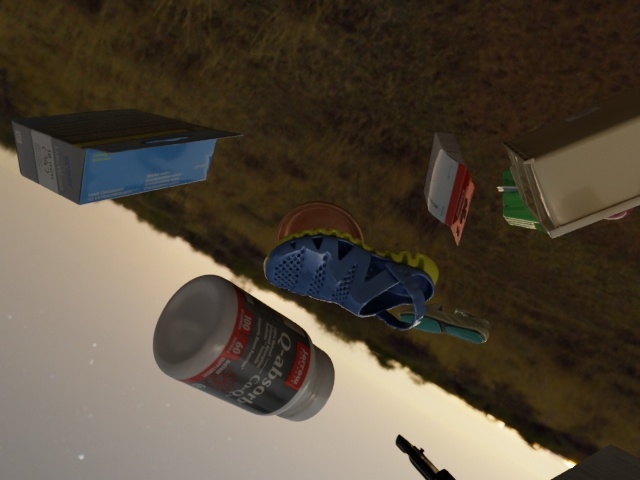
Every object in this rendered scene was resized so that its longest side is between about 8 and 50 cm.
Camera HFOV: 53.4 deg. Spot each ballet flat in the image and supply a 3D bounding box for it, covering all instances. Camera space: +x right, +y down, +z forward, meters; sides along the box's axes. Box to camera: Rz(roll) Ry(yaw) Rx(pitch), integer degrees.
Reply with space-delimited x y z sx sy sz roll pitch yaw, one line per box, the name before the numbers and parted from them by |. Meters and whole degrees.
ballet flat | 0.339 0.215 1.728 0.248 0.086 0.086 14 168 25

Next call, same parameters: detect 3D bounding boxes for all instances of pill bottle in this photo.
pill bottle | -0.141 0.233 1.298 0.210 0.210 0.363 25 170 48

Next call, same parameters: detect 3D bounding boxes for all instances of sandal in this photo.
sandal | 0.060 0.070 1.084 0.317 0.126 0.138 9 -141 -9

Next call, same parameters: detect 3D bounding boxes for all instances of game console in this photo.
game console | 0.244 0.473 1.206 0.213 0.044 0.361 54 171 -25

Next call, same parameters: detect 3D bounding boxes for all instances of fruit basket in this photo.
fruit basket | 0.595 -0.112 1.447 0.353 0.165 0.327 -7 173 21

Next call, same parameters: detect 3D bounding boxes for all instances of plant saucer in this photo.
plant saucer | 0.000 0.000 1.435 0.200 0.200 0.037 31 -154 -7

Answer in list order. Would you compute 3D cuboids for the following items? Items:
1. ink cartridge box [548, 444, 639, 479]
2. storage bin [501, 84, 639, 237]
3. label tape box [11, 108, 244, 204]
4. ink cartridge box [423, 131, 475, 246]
ink cartridge box | 0.539 0.473 1.153 0.223 0.224 0.045 15 120 65
storage bin | 0.442 -0.139 1.002 0.123 0.262 0.260 64 -167 -11
label tape box | -0.322 -0.140 1.059 0.240 0.106 0.333 -18 -152 -42
ink cartridge box | 0.311 -0.129 1.570 0.066 0.189 0.232 4 -141 -1
